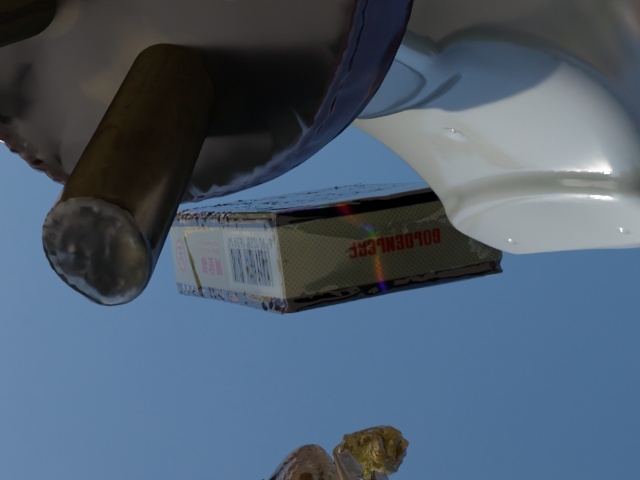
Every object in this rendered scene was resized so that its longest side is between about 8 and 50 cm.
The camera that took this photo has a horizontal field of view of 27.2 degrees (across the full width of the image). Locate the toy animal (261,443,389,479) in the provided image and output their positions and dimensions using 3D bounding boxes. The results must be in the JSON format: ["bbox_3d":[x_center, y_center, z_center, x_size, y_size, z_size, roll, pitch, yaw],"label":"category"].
[{"bbox_3d":[-0.023,0.277,1.263,0.179,0.089,0.188,-29,-143,30],"label":"toy animal"}]

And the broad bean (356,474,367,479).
[{"bbox_3d":[-0.025,0.267,1.095,0.046,0.065,0.254,10,-146,34],"label":"broad bean"}]

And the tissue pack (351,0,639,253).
[{"bbox_3d":[0.110,-0.152,0.839,0.229,0.333,0.236,-5,-118,56],"label":"tissue pack"}]

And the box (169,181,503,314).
[{"bbox_3d":[0.000,0.000,1.180,0.198,0.084,0.310,-10,-175,-21],"label":"box"}]

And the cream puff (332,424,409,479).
[{"bbox_3d":[0.056,0.241,1.481,0.083,0.083,0.058,5,-128,-24],"label":"cream puff"}]

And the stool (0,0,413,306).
[{"bbox_3d":[-0.104,-0.122,0.592,0.272,0.272,0.178,-9,-161,22],"label":"stool"}]
